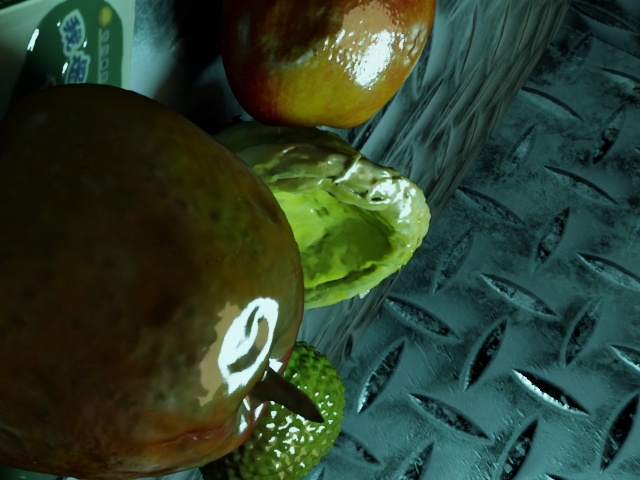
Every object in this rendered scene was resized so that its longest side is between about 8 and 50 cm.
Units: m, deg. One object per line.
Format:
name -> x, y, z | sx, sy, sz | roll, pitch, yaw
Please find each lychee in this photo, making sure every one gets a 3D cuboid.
lychee -> -0.110, 0.287, 1.417 | 0.319, 0.270, 0.270 | -18, 160, -2

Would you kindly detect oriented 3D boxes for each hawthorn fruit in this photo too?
hawthorn fruit -> -0.123, 0.046, 0.609 | 0.277, 0.298, 0.277 | -55, 167, -20

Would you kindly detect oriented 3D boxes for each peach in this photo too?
peach -> 0.000, -0.228, 0.874 | 0.243, 0.199, 0.243 | -36, 150, -25

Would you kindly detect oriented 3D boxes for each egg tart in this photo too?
egg tart -> -0.043, -0.035, 1.009 | 0.345, 0.345, 0.133 | 95, -5, -60

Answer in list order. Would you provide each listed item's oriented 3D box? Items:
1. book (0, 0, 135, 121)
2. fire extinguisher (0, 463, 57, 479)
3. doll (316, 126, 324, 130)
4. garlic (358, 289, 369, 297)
book -> -0.269, -0.038, 0.623 | 0.371, 0.043, 0.260 | -45, 159, -48
fire extinguisher -> -0.247, 0.115, 0.873 | 0.311, 0.114, 0.095 | -64, -168, 8
doll -> -0.061, -0.082, 1.168 | 0.241, 0.098, 0.135 | -61, -171, 7
garlic -> 0.000, 0.000, 1.319 | 0.219, 0.212, 0.218 | -50, 167, -16
